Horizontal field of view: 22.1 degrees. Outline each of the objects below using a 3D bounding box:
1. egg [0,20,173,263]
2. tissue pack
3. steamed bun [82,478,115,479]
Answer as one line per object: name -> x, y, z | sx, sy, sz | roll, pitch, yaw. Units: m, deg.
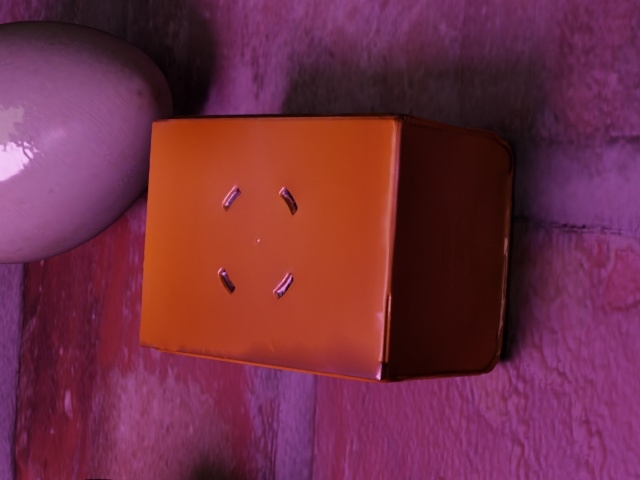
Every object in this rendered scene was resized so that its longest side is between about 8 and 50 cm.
egg -> -0.260, -0.094, 1.494 | 0.295, 0.218, 0.218 | -15, 78, 35
tissue pack -> 0.000, 0.000, 1.283 | 0.275, 0.145, 0.194 | 5, 93, 44
steamed bun -> -0.135, 0.360, 1.375 | 0.301, 0.199, 0.251 | 43, 100, 28
